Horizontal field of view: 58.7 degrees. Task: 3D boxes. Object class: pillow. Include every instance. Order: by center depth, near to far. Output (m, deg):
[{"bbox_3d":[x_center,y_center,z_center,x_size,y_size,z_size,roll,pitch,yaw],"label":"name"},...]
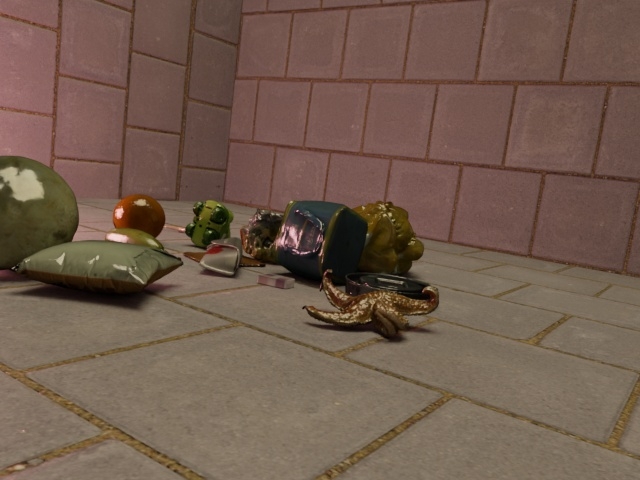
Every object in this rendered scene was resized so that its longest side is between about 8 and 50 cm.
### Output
[{"bbox_3d":[-0.534,0.063,1.414,0.309,0.119,0.312,9,6,2],"label":"pillow"}]

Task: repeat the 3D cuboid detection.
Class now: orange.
[{"bbox_3d":[-0.696,-0.084,2.184,0.205,0.206,0.206,7,7,-1],"label":"orange"}]

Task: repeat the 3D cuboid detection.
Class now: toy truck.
[{"bbox_3d":[-0.424,-0.066,2.291,0.148,0.187,0.210,18,12,32],"label":"toy truck"}]

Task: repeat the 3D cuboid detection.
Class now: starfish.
[{"bbox_3d":[0.124,0.153,1.404,0.303,0.113,0.312,12,11,31],"label":"starfish"}]

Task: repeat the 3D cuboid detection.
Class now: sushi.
[{"bbox_3d":[-0.162,-0.012,2.104,0.274,0.184,0.139,14,6,-10],"label":"sushi"}]

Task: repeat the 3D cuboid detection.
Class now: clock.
[{"bbox_3d":[0.210,0.151,1.706,0.280,0.056,0.280,7,7,-1],"label":"clock"}]

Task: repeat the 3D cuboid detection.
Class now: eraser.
[{"bbox_3d":[-0.135,0.122,1.719,0.105,0.026,0.065,10,5,26],"label":"eraser"}]

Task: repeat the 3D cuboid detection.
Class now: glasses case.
[{"bbox_3d":[-0.322,0.039,1.875,0.128,0.083,0.308,6,8,-8],"label":"glasses case"}]

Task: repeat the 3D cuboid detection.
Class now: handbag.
[{"bbox_3d":[0.000,0.000,1.880,0.240,0.263,0.222,10,-7,39],"label":"handbag"}]

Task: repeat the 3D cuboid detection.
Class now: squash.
[{"bbox_3d":[-0.614,0.009,1.899,0.340,0.095,0.094,13,9,37],"label":"squash"}]

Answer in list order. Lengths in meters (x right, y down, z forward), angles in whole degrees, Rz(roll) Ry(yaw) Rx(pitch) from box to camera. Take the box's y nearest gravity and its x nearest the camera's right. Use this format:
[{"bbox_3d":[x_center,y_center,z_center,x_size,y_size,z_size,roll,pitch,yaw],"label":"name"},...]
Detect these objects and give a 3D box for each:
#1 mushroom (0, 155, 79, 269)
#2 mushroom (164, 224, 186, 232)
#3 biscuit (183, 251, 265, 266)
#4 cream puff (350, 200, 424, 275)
[{"bbox_3d":[-0.812,-0.060,1.485,0.351,0.260,0.352,6,49,-7],"label":"mushroom"},{"bbox_3d":[-0.608,-0.043,2.568,0.306,0.043,0.068,11,-17,40],"label":"mushroom"},{"bbox_3d":[-0.344,0.065,2.021,0.232,0.013,0.236,1,10,-37],"label":"biscuit"},{"bbox_3d":[0.217,-0.016,2.181,0.377,0.276,0.378,5,5,0],"label":"cream puff"}]
